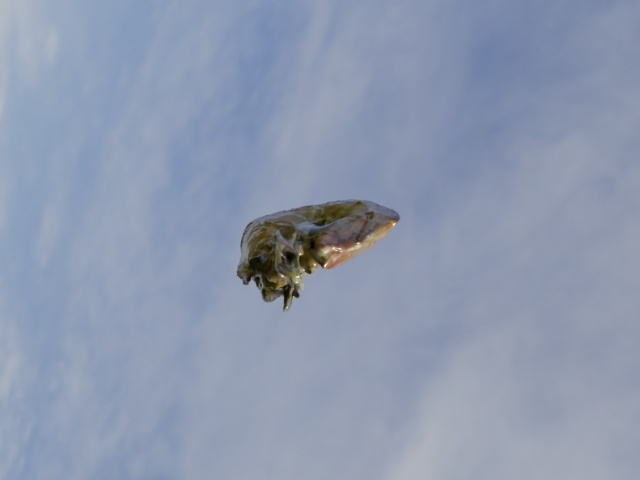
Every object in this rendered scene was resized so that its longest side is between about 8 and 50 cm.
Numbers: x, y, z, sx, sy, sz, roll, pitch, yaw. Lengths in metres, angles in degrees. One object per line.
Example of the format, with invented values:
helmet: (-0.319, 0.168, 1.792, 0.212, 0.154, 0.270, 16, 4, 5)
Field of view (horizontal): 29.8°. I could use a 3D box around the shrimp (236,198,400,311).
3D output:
shrimp: (0.000, 0.000, 0.419, 0.108, 0.059, 0.023, -102, 180, -79)
